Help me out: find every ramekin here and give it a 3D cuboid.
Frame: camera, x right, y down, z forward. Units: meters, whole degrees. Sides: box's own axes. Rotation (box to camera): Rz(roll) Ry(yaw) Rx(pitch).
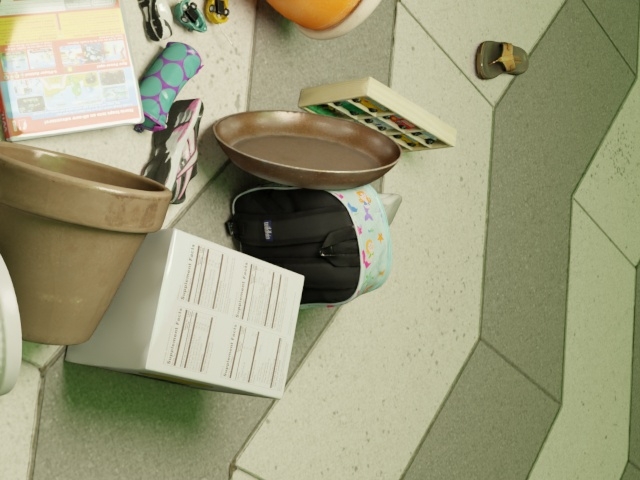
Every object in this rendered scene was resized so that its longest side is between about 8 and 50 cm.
[{"bbox_3d":[-0.454,0.098,1.201,0.109,0.207,0.207,-9,95,-38],"label":"ramekin"}]

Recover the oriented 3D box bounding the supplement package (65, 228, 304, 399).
[{"bbox_3d":[-0.197,0.113,1.471,0.263,0.199,0.198,22,73,-44],"label":"supplement package"}]

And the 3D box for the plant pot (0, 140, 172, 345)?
[{"bbox_3d":[-0.347,0.010,1.306,0.263,0.263,0.229,8,99,-47],"label":"plant pot"}]

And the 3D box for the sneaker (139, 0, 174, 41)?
[{"bbox_3d":[-0.257,-0.367,1.556,0.044,0.040,0.109,-27,112,-61],"label":"sneaker"}]

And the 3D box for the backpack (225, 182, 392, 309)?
[{"bbox_3d":[0.000,0.000,1.650,0.191,0.253,0.225,-18,101,-46],"label":"backpack"}]

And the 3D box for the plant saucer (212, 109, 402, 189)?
[{"bbox_3d":[-0.023,-0.147,1.619,0.311,0.311,0.050,-16,124,-46],"label":"plant saucer"}]

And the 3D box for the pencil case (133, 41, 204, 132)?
[{"bbox_3d":[-0.242,-0.239,1.540,0.070,0.064,0.151,37,61,-21],"label":"pencil case"}]

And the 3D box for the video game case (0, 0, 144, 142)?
[{"bbox_3d":[-0.370,-0.294,1.402,0.204,0.025,0.285,-13,98,-33],"label":"video game case"}]

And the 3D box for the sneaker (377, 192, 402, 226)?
[{"bbox_3d":[0.086,-0.069,1.882,0.080,0.094,0.212,-66,160,11],"label":"sneaker"}]

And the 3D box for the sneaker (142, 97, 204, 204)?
[{"bbox_3d":[-0.223,-0.138,1.566,0.077,0.072,0.178,37,69,-53],"label":"sneaker"}]

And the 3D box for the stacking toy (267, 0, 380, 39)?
[{"bbox_3d":[-0.129,-0.528,1.543,0.480,0.350,0.350,7,82,-32],"label":"stacking toy"}]

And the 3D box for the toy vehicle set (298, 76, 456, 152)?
[{"bbox_3d":[0.109,-0.227,1.843,0.267,0.166,0.035,22,72,-44],"label":"toy vehicle set"}]

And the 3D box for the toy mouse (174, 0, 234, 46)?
[{"bbox_3d":[-0.209,-0.394,1.604,0.143,0.031,0.161,-8,91,-51],"label":"toy mouse"}]

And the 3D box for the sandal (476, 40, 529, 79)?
[{"bbox_3d":[0.427,-0.414,2.270,0.219,0.060,0.090,-6,93,-47],"label":"sandal"}]
